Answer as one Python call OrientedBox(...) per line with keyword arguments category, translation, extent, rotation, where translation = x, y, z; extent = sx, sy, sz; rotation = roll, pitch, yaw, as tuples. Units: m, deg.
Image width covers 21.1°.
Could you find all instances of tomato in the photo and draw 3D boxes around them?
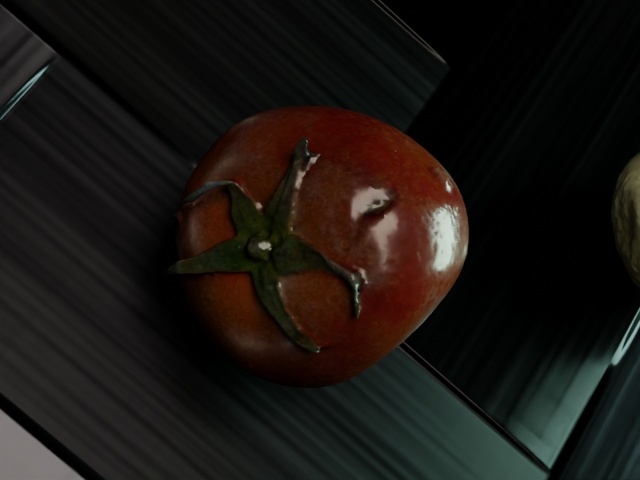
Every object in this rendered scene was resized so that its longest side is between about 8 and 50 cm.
OrientedBox(category="tomato", translation=(0.000, 0.000, 0.972), extent=(0.167, 0.167, 0.167), rotation=(13, 62, -25))

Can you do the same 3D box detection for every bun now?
OrientedBox(category="bun", translation=(0.239, -0.007, 1.157), extent=(0.115, 0.069, 0.115), rotation=(13, 60, -24))
